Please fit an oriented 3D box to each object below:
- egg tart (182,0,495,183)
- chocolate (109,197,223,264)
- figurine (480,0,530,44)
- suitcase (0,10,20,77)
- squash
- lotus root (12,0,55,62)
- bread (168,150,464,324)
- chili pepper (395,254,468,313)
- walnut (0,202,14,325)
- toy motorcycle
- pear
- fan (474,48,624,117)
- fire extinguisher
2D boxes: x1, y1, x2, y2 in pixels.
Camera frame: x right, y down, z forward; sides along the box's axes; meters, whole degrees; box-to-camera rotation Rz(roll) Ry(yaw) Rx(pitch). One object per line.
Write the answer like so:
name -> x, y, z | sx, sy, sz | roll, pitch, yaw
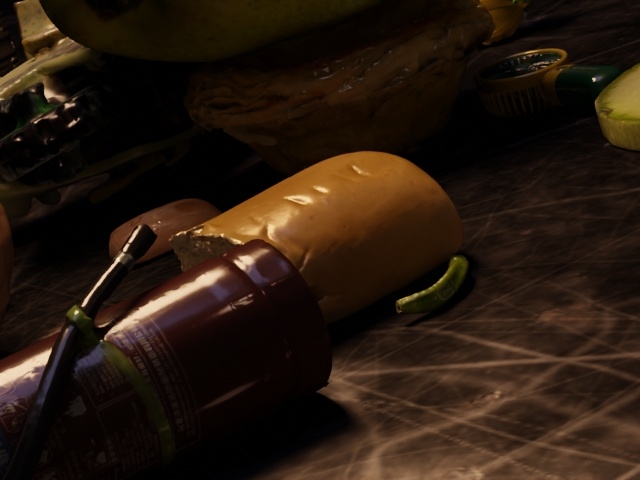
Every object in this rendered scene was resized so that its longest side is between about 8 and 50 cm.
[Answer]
egg tart -> 0.023, -0.130, 1.534 | 0.295, 0.116, 0.295 | -18, 14, 5
chocolate -> -0.125, -0.011, 1.443 | 0.101, 0.031, 0.064 | -21, 21, -18
figurine -> 0.152, -0.243, 1.802 | 0.156, 0.094, 0.115 | -9, 6, 40
suitcase -> -0.512, -0.193, 2.091 | 0.335, 0.229, 0.152 | -6, 19, 34
squash -> 0.313, -0.123, 1.334 | 0.219, 0.041, 0.219 | -16, 16, 5
lotus root -> -0.174, -0.213, 1.977 | 0.260, 0.149, 0.267 | -12, -2, 4
bread -> -0.001, -0.002, 1.178 | 0.173, 0.085, 0.134 | -28, 19, -30
chili pepper -> 0.076, 0.028, 1.125 | 0.030, 0.017, 0.083 | -18, 12, 31
walnut -> -0.346, 0.015, 1.232 | 0.273, 0.227, 0.273 | -12, 18, 4
toy motorcycle -> -0.201, -0.130, 1.659 | 0.237, 0.168, 0.410 | -15, 12, 34
pear -> -0.090, -0.264, 1.489 | 0.318, 0.238, 0.342 | -35, 49, -17
fan -> 0.194, -0.128, 1.480 | 0.082, 0.039, 0.155 | -25, 19, -28
fire extinguisher -> -0.163, 0.096, 0.956 | 0.341, 0.141, 0.105 | -25, -10, -25
